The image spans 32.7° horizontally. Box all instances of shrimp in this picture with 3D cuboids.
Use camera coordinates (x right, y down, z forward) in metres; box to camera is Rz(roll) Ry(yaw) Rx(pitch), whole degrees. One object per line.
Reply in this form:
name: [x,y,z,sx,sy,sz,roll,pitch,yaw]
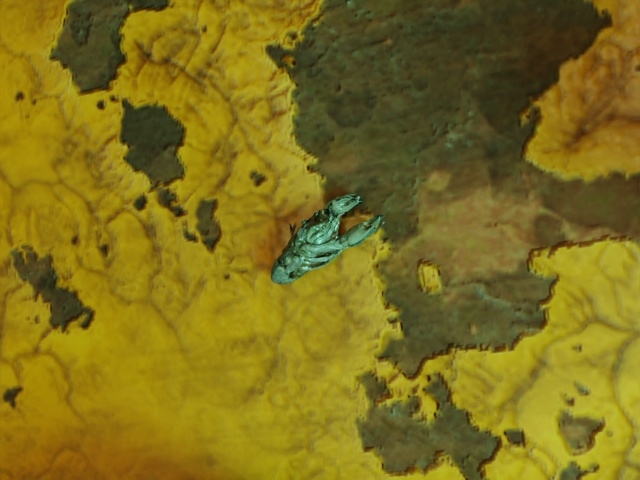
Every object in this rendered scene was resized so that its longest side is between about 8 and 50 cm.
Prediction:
shrimp: [0.001,-0.004,0.752,0.092,0.029,0.038,-29,71,15]
